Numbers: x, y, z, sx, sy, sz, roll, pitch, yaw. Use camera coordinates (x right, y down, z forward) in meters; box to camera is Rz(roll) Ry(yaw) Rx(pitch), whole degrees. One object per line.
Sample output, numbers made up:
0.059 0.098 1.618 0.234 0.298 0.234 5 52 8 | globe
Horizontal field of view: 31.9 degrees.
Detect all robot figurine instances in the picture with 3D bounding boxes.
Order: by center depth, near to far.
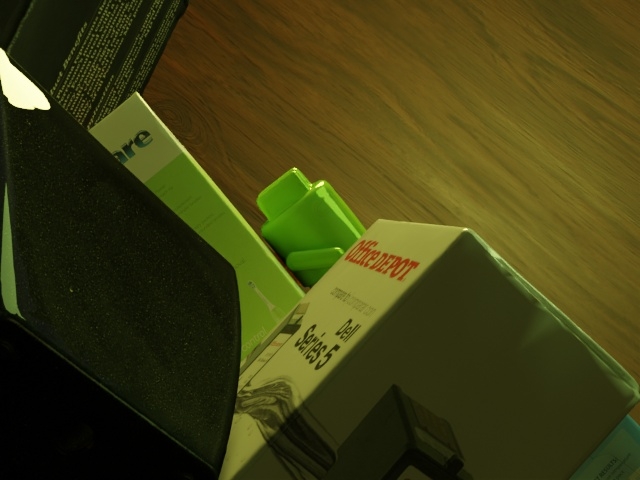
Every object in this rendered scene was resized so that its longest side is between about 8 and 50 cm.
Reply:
0.000 0.000 0.873 0.115 0.067 0.101 51 4 -8 | robot figurine

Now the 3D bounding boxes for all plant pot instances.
-0.144 0.062 0.492 0.188 0.187 0.167 46 8 -33 | plant pot

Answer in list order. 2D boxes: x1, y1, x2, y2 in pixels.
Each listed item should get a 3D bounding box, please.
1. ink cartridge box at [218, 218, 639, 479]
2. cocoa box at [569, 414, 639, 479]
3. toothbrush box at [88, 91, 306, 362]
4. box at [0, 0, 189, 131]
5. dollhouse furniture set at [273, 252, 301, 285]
-0.004 0.123 0.554 0.115 0.273 0.198 44 -4 -8 | ink cartridge box
0.191 0.312 1.162 0.231 0.347 0.228 45 -4 -21 | cocoa box
-0.078 0.052 0.856 0.283 0.122 0.206 52 -2 10 | toothbrush box
-0.422 -0.321 1.155 0.480 0.297 0.472 26 -1 3 | box
-0.083 0.132 1.297 0.135 0.262 0.259 47 -5 -18 | dollhouse furniture set
